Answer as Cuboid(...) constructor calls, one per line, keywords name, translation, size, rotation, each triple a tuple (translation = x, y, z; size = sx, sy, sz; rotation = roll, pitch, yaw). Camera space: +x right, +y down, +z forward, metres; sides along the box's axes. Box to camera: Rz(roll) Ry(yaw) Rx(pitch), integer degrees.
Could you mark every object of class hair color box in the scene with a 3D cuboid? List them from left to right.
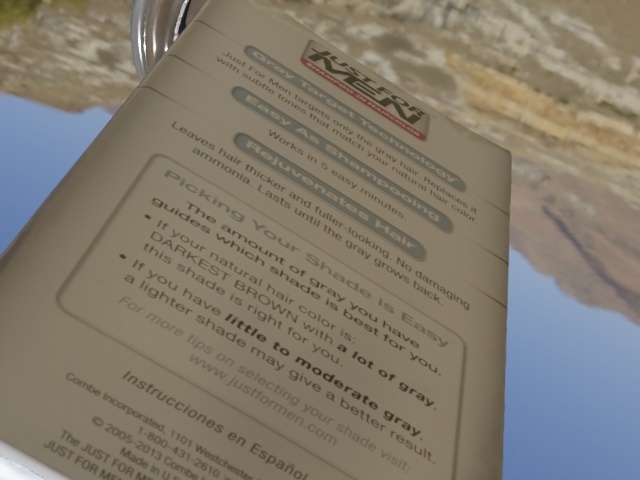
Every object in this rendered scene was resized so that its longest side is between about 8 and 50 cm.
Cuboid(name="hair color box", translation=(-0.028, 0.032, 0.479), size=(0.185, 0.113, 0.374), rotation=(31, -150, -8))

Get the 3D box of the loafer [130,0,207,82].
Cuboid(name="loafer", translation=(-0.064, -0.183, 0.753), size=(0.078, 0.220, 0.080), rotation=(23, -159, 22))
